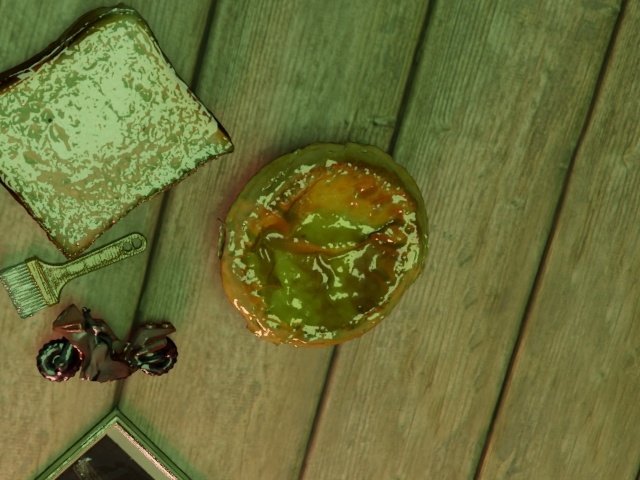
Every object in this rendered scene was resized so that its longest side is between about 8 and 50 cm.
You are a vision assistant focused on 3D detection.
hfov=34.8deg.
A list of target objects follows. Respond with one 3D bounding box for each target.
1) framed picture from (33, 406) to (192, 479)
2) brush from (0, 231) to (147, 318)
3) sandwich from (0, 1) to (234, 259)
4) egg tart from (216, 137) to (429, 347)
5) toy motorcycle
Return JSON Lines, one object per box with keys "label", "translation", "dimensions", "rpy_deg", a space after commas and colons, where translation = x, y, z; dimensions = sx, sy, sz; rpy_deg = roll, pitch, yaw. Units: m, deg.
{"label": "framed picture", "translation": [-0.315, 0.439, 1.636], "dimensions": [0.231, 0.018, 0.293], "rpy_deg": [-42, 112, -3]}
{"label": "brush", "translation": [-0.361, 0.039, 1.522], "dimensions": [0.218, 0.010, 0.082], "rpy_deg": [-25, 109, -12]}
{"label": "sandwich", "translation": [-0.318, -0.157, 1.440], "dimensions": [0.301, 0.099, 0.271], "rpy_deg": [-35, 107, -3]}
{"label": "egg tart", "translation": [0.001, -0.001, 1.562], "dimensions": [0.341, 0.132, 0.341], "rpy_deg": [-4, 104, -17]}
{"label": "toy motorcycle", "translation": [-0.314, 0.151, 1.528], "dimensions": [0.213, 0.084, 0.118], "rpy_deg": [0, 103, -25]}
